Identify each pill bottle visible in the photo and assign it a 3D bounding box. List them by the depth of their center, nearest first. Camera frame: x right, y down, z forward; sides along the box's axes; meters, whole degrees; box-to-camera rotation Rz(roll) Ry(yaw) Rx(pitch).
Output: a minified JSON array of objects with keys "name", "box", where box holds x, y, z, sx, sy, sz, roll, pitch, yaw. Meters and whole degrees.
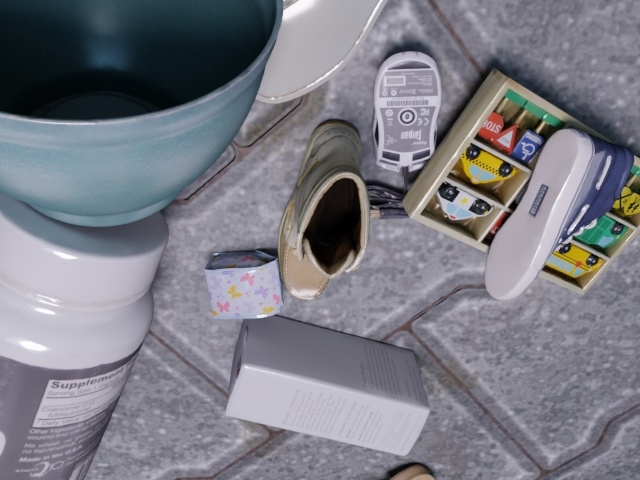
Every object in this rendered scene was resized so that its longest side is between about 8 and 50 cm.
[{"name":"pill bottle","box":[-0.302,0.112,0.666,0.204,0.204,0.361,22,114,-14]}]

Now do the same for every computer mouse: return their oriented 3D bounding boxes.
[{"name":"computer mouse","box":[0.092,-0.109,0.663,0.105,0.042,0.193,0,123,2]}]

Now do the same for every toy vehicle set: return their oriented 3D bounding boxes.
[{"name":"toy vehicle set","box":[0.242,-0.051,0.677,0.266,0.035,0.166,22,114,-24]}]

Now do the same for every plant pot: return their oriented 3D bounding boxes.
[{"name":"plant pot","box":[-0.191,-0.135,0.522,0.292,0.293,0.196,9,143,-8]}]

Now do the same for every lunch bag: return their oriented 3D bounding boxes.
[{"name":"lunch bag","box":[-0.086,0.052,0.731,0.083,0.053,0.071,-2,116,9]}]

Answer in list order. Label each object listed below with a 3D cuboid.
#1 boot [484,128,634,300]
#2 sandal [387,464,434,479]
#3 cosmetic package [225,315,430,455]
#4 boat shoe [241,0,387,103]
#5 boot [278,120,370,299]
[{"name":"boot","box":[0.244,-0.016,0.636,0.086,0.069,0.190,9,118,-24]},{"name":"sandal","box":[0.074,0.419,0.871,0.240,0.079,0.088,-37,124,-7]},{"name":"cosmetic package","box":[0.007,0.173,0.763,0.231,0.117,0.086,15,115,-10]},{"name":"boat shoe","box":[0.009,-0.237,0.565,0.095,0.079,0.254,21,125,-31]},{"name":"boot","box":[0.000,0.000,0.642,0.077,0.165,0.213,11,116,-8]}]
